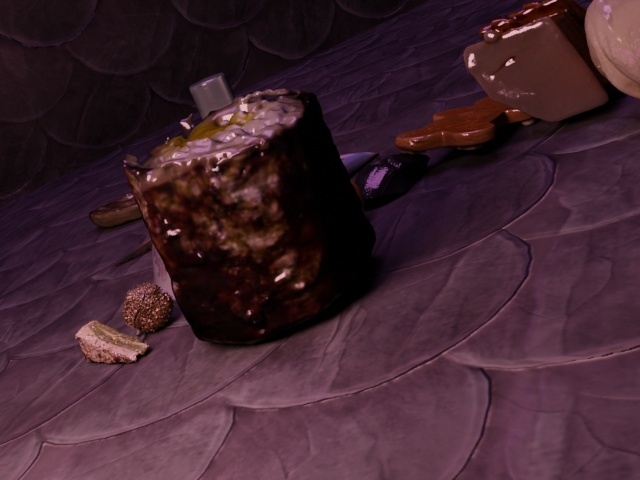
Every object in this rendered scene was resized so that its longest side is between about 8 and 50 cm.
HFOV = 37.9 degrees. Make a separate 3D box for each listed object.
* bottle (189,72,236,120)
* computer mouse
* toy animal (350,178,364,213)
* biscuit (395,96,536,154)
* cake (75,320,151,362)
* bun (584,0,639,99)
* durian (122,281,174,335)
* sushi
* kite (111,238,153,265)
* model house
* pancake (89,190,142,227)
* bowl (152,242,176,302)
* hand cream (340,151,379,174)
[{"bbox_3d":[-0.174,-0.196,1.891,0.082,0.286,0.082,-21,17,7],"label":"bottle"},{"bbox_3d":[0.120,-0.122,1.670,0.105,0.062,0.192,-7,25,42],"label":"computer mouse"},{"bbox_3d":[0.026,-0.078,1.618,0.070,0.083,0.159,-12,7,-10],"label":"toy animal"},{"bbox_3d":[0.300,-0.219,1.731,0.216,0.047,0.339,0,20,34],"label":"biscuit"},{"bbox_3d":[-0.313,0.169,1.426,0.140,0.055,0.051,15,37,37],"label":"cake"},{"bbox_3d":[0.592,-0.315,1.377,0.365,0.219,0.365,-18,1,0],"label":"bun"},{"bbox_3d":[-0.273,0.111,1.471,0.080,0.091,0.080,16,12,-4],"label":"durian"},{"bbox_3d":[-0.089,-0.039,1.297,0.299,0.294,0.281,-24,18,-5],"label":"sushi"},{"bbox_3d":[-0.306,-0.030,2.025,0.321,0.016,0.234,-25,17,-7],"label":"kite"},{"bbox_3d":[0.407,-0.320,1.651,0.199,0.220,0.229,-22,7,37],"label":"model house"},{"bbox_3d":[-0.457,-0.105,2.393,0.294,0.049,0.294,-19,16,5],"label":"pancake"},{"bbox_3d":[-0.175,-0.043,1.658,0.345,0.157,0.345,-22,16,7],"label":"bowl"},{"bbox_3d":[0.025,-0.134,1.867,0.088,0.055,0.256,-6,17,35],"label":"hand cream"}]
